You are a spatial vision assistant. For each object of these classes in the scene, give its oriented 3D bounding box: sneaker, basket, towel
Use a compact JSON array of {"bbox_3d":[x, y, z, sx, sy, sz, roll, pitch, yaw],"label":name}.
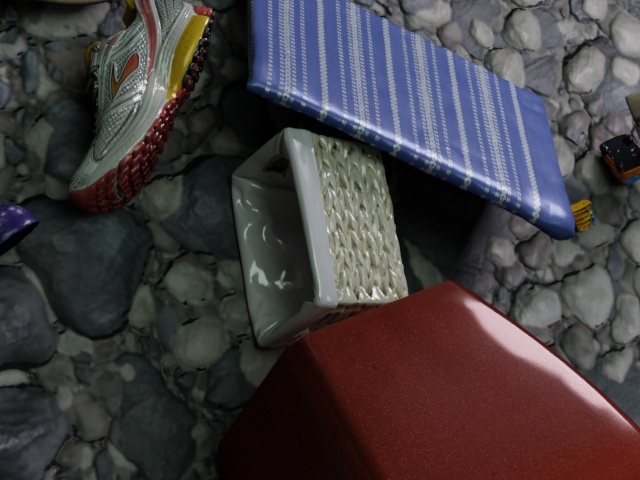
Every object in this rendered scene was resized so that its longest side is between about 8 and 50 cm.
[{"bbox_3d":[-0.169,-0.118,1.675,0.092,0.088,0.225,20,56,2],"label":"sneaker"},{"bbox_3d":[0.000,0.000,1.689,0.103,0.113,0.167,2,67,-32],"label":"basket"},{"bbox_3d":[0.077,-0.127,1.783,0.336,0.040,0.243,24,29,-18],"label":"towel"}]

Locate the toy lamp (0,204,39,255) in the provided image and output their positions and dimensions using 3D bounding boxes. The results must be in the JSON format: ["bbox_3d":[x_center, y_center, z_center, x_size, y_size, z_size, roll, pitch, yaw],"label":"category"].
[{"bbox_3d":[-0.334,-0.104,1.560,0.080,0.080,0.275,-37,88,-37],"label":"toy lamp"}]

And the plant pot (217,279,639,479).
[{"bbox_3d":[0.070,0.192,1.565,0.267,0.267,0.236,-20,67,-36],"label":"plant pot"}]

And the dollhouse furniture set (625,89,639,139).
[{"bbox_3d":[0.398,-0.102,1.951,0.144,0.151,0.123,-24,78,8],"label":"dollhouse furniture set"}]

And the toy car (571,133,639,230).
[{"bbox_3d":[0.279,-0.056,1.943,0.122,0.060,0.040,-37,134,-21],"label":"toy car"}]

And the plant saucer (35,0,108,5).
[{"bbox_3d":[-0.253,-0.326,1.738,0.277,0.041,0.278,14,61,-26],"label":"plant saucer"}]
